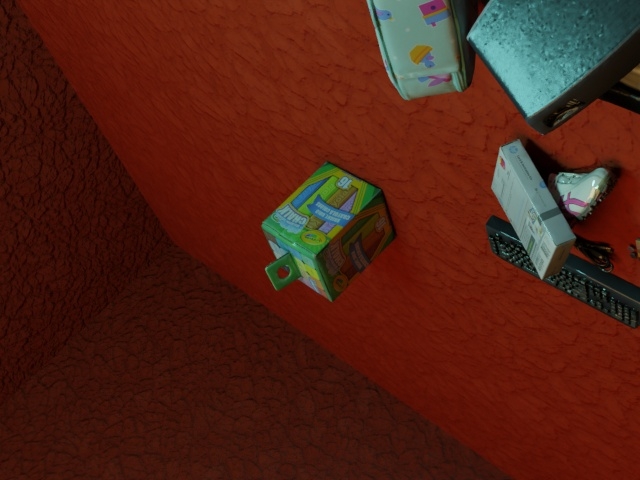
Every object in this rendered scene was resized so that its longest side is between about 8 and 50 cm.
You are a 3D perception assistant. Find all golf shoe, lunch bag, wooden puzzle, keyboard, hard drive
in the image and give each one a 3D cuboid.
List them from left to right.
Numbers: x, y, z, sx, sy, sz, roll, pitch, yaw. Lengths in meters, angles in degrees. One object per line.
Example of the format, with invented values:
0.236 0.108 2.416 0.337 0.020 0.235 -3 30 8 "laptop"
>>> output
0.126 -0.336 0.983 0.107 0.224 0.279 -3 138 19 "lunch bag"
0.429 0.041 1.427 0.317 0.033 0.201 30 156 34 "keyboard"
0.382 -0.071 1.227 0.086 0.067 0.186 44 162 7 "golf shoe"
0.274 -0.249 0.846 0.255 0.054 0.172 -45 66 40 "hard drive"
0.514 0.021 1.245 0.083 0.006 0.049 26 154 43 "wooden puzzle"

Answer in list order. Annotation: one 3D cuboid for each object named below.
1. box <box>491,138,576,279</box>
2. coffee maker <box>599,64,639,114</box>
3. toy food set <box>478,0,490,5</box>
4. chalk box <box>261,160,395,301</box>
0.335 -0.047 1.281 0.145 0.038 0.186 76 171 -66 "box"
0.348 -0.204 0.934 0.178 0.120 0.171 33 156 36 "coffee maker"
0.249 -0.316 1.057 0.122 0.019 0.078 32 158 32 "toy food set"
0.000 0.000 1.816 0.179 0.289 0.180 31 157 35 "chalk box"
